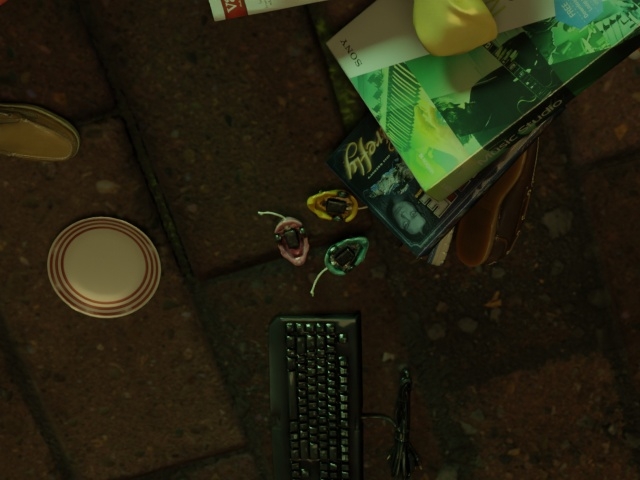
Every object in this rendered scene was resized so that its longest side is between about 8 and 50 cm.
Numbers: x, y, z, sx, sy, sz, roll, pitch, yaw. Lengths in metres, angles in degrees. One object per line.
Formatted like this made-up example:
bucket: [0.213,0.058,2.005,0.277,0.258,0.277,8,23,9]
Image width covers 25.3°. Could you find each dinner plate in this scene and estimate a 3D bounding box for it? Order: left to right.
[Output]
dinner plate: [-0.270,0.032,1.784,0.141,0.017,0.141,-1,115,-3]

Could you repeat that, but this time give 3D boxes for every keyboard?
keyboard: [0.035,0.239,1.889,0.201,0.033,0.317,-3,116,-2]

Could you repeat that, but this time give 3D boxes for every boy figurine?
boy figurine: [0.138,-0.340,1.511,0.092,0.177,0.285,-4,89,-1]

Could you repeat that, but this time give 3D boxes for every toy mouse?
toy mouse: [0.000,0.000,1.772,0.161,0.031,0.143,4,115,-4]

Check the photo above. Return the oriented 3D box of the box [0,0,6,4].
box: [-0.414,-0.309,1.545,0.300,0.142,0.154,-31,112,12]

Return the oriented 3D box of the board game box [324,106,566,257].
board game box: [0.143,-0.122,1.671,0.165,0.042,0.243,46,108,13]

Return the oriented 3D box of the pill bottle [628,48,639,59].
pill bottle: [0.395,-0.312,1.591,0.216,0.121,0.121,-41,111,16]

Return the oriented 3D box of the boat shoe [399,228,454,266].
boat shoe: [0.140,-0.055,1.734,0.066,0.066,0.183,13,112,-2]

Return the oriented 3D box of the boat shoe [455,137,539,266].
boat shoe: [0.223,-0.065,1.737,0.073,0.073,0.207,-9,127,-41]

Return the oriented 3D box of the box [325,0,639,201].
box: [0.189,-0.229,1.579,0.322,0.232,0.058,-39,155,15]

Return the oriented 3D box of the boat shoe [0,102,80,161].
boat shoe: [-0.378,-0.126,1.672,0.190,0.072,0.068,14,114,-9]

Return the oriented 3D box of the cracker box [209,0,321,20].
cracker box: [-0.023,-0.342,1.571,0.232,0.067,0.156,-9,116,13]
